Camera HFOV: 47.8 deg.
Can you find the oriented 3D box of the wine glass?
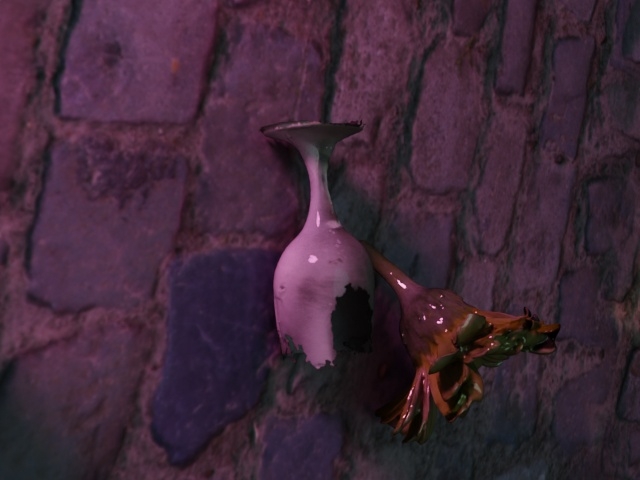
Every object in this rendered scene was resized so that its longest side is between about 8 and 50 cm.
[{"bbox_3d":[0.000,0.000,0.936,0.143,0.143,0.321,-7,92,-38],"label":"wine glass"}]

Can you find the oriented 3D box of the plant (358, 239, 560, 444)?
[{"bbox_3d":[0.192,0.125,1.006,0.261,0.306,0.297,-2,55,-15],"label":"plant"}]
